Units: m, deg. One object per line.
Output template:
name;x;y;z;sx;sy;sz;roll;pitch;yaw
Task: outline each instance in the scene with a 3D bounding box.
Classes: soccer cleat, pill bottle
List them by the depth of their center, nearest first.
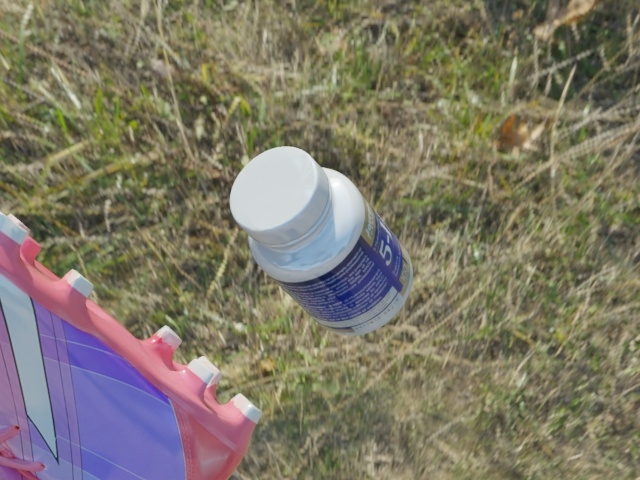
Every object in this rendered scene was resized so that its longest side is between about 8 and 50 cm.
soccer cleat;-0.123;0.046;0.435;0.095;0.248;0.083;-52;40;-6
pill bottle;0.000;0.000;1.005;0.112;0.186;0.112;-14;57;22
